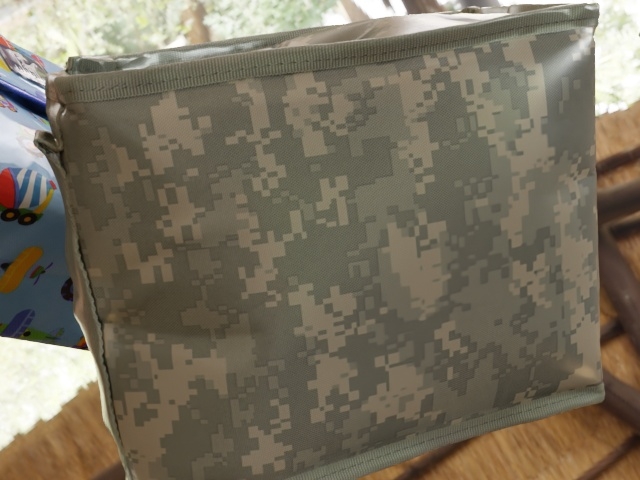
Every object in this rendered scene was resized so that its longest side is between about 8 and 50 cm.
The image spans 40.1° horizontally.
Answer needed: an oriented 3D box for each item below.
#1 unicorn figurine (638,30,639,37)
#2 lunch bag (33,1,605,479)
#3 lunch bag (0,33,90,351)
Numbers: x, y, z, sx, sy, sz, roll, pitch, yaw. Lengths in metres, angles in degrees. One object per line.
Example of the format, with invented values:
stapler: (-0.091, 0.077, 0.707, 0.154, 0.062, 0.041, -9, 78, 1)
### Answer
unicorn figurine: (0.122, -0.041, 0.198, 0.060, 0.162, 0.111, -8, -123, 34)
lunch bag: (0.000, 0.000, 0.495, 0.287, 0.235, 0.169, -12, -163, -19)
lunch bag: (-0.236, -0.072, 0.677, 0.138, 0.221, 0.293, -46, -128, 20)
